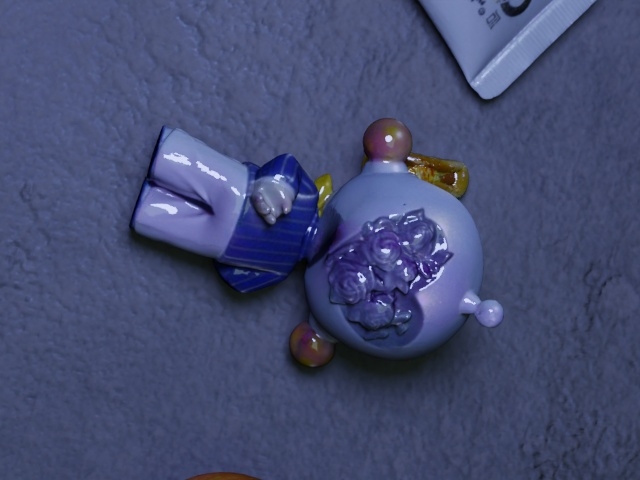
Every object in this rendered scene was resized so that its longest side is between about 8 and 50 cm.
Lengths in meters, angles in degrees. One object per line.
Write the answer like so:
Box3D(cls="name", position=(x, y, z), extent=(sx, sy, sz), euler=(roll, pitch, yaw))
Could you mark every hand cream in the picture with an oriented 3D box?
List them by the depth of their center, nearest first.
Box3D(cls="hand cream", position=(0.077, -0.259, 1.316), extent=(0.139, 0.089, 0.314), euler=(-47, 111, -5))

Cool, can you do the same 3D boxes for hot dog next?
Box3D(cls="hot dog", position=(0.078, -0.054, 1.350), extent=(0.090, 0.034, 0.030), euler=(11, 91, -14))

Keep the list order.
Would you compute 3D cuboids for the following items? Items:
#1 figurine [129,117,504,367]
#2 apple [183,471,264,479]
Box3D(cls="figurine", position=(0.001, -0.011, 1.286), extent=(0.274, 0.133, 0.194), euler=(41, 98, -11))
Box3D(cls="apple", position=(-0.065, 0.309, 1.253), extent=(0.242, 0.242, 0.241), euler=(-38, 115, -9))
